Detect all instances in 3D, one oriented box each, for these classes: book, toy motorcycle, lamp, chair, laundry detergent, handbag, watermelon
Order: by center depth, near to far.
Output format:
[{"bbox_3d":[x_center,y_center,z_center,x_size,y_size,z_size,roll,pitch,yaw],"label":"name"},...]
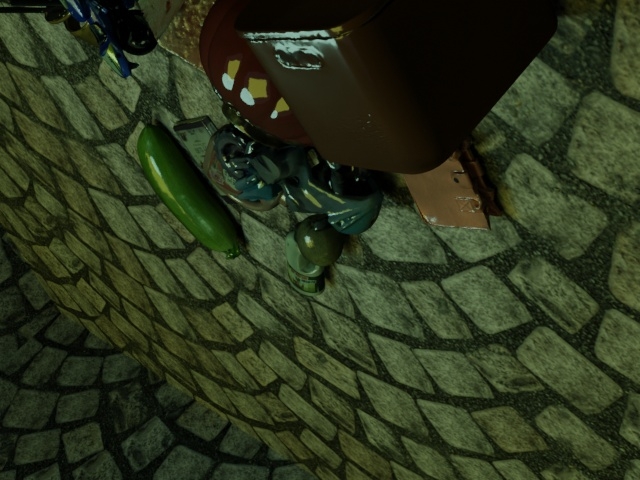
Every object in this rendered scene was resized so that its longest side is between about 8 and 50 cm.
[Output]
[{"bbox_3d":[-0.038,-0.273,1.551,0.303,0.257,0.303,33,-164,-11],"label":"lamp"},{"bbox_3d":[0.201,-0.114,1.682,0.157,0.059,0.212,12,139,50],"label":"handbag"},{"bbox_3d":[-0.188,-0.366,1.764,0.260,0.176,0.256,33,159,-15],"label":"watermelon"},{"bbox_3d":[-0.036,-0.117,1.900,0.416,0.172,0.232,1,126,44],"label":"toy motorcycle"},{"bbox_3d":[-0.447,-0.468,1.985,0.315,0.169,0.113,53,153,-16],"label":"toy motorcycle"},{"bbox_3d":[-0.538,-0.503,2.097,0.247,0.172,0.159,8,179,-37],"label":"chair"},{"bbox_3d":[-0.138,-0.123,2.151,0.237,0.076,0.171,37,145,9],"label":"laundry detergent"},{"bbox_3d":[-0.033,0.033,2.257,0.099,0.070,0.225,42,155,25],"label":"laundry detergent"},{"bbox_3d":[-0.232,-0.174,2.285,0.157,0.026,0.231,1,131,56],"label":"book"}]

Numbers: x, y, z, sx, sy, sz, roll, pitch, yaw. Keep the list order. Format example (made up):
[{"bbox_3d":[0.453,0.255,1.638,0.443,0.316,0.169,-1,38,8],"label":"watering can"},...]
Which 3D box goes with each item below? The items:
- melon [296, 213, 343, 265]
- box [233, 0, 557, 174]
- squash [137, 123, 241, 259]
[{"bbox_3d":[0.000,0.000,2.118,0.098,0.098,0.130,30,160,28],"label":"melon"},{"bbox_3d":[0.105,-0.271,1.259,0.239,0.339,0.229,14,144,47],"label":"box"},{"bbox_3d":[-0.318,-0.104,2.432,0.107,0.107,0.395,2,133,56],"label":"squash"}]
